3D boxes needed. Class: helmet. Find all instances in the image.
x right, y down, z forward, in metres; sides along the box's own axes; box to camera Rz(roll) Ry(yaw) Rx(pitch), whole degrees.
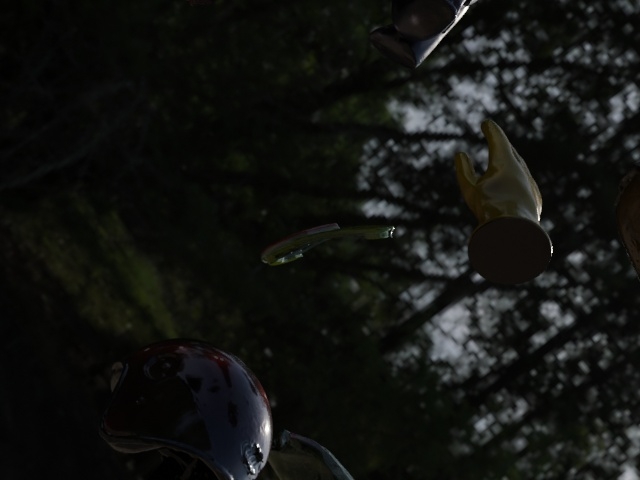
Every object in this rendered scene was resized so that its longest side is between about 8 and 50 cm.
[{"bbox_3d":[-0.151,0.209,1.383,0.216,0.193,0.189,35,-27,39],"label":"helmet"}]

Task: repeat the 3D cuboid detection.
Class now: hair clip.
[{"bbox_3d":[0.000,0.000,1.390,0.060,0.188,0.033,-11,87,-54],"label":"hair clip"}]

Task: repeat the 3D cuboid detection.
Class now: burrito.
[{"bbox_3d":[0.030,0.392,1.790,0.309,0.096,0.066,48,12,23],"label":"burrito"}]

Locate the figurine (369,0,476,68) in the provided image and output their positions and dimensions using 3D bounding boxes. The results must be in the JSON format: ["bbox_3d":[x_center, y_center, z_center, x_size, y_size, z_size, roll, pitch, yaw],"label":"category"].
[{"bbox_3d":[0.039,-0.247,0.860,0.222,0.145,0.145,47,-7,0],"label":"figurine"}]

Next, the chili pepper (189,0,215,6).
[{"bbox_3d":[-0.099,-0.365,1.128,0.229,0.251,0.305,62,-7,-4],"label":"chili pepper"}]

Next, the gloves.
[{"bbox_3d":[0.277,-0.069,1.844,0.133,0.116,0.294,57,23,-30],"label":"gloves"}]

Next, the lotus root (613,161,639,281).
[{"bbox_3d":[0.379,0.035,1.193,0.145,0.128,0.260,-9,65,-59],"label":"lotus root"}]
